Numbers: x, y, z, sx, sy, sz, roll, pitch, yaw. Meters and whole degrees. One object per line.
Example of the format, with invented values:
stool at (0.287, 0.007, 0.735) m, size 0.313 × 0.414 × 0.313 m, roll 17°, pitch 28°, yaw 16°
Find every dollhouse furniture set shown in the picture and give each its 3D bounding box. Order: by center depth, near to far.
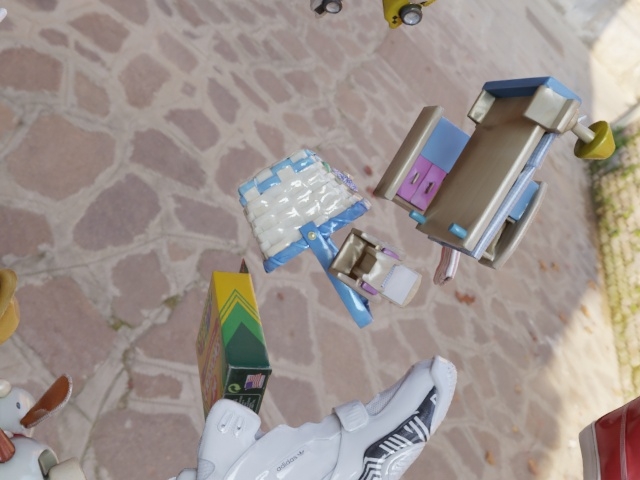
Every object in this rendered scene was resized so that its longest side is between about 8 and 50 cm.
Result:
dollhouse furniture set at (0.198, -0.011, 0.860) m, size 0.198 × 0.286 × 0.303 m, roll 31°, pitch -2°, yaw -17°

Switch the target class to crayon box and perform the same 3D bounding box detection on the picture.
crayon box at (-0.176, 0.202, 1.405) m, size 0.081 × 0.202 × 0.318 m, roll 5°, pitch 33°, yaw -18°

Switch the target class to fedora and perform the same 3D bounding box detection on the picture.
fedora at (-0.628, 0.145, 1.392) m, size 0.079 × 0.194 × 0.194 m, roll 53°, pitch 22°, yaw -43°

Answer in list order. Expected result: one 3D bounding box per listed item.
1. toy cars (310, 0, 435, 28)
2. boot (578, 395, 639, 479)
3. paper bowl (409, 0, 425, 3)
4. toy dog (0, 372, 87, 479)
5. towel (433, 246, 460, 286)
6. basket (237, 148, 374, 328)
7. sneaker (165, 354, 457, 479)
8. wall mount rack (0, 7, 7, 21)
toy cars at (0.092, -0.436, 1.164) m, size 0.087 × 0.176 × 0.394 m, roll 25°, pitch 3°, yaw -39°
boot at (0.367, 0.236, 0.774) m, size 0.088 × 0.176 × 0.244 m, roll 37°, pitch 27°, yaw -8°
paper bowl at (0.050, -0.335, 0.600) m, size 0.284 × 0.148 × 0.284 m, roll -15°, pitch 90°, yaw -69°
toy dog at (-0.400, 0.251, 0.926) m, size 0.220 × 0.334 × 0.160 m, roll -27°, pitch 118°, yaw -41°
towel at (0.234, 0.006, 1.338) m, size 0.029 × 0.144 × 0.197 m, roll 12°, pitch -7°, yaw 5°
basket at (0.000, 0.000, 1.200) m, size 0.288 × 0.201 × 0.255 m, roll 62°, pitch 2°, yaw -4°
sneaker at (-0.009, 0.232, 0.862) m, size 0.210 × 0.137 × 0.366 m, roll 38°, pitch 67°, yaw 15°
wall mount rack at (-0.704, -0.412, 1.280) m, size 0.304 × 0.350 × 0.130 m, roll -35°, pitch 52°, yaw -23°
